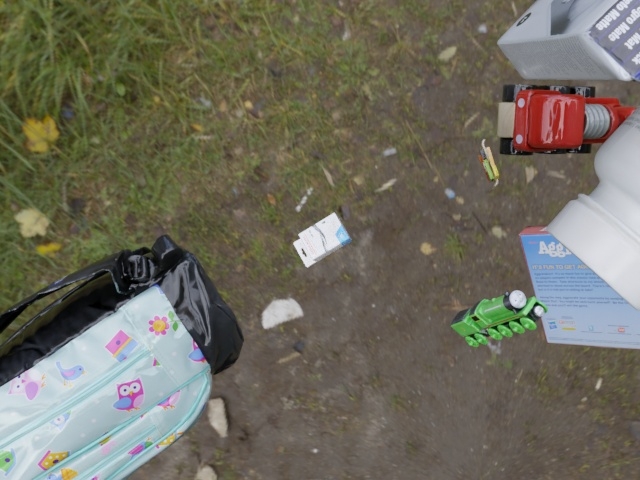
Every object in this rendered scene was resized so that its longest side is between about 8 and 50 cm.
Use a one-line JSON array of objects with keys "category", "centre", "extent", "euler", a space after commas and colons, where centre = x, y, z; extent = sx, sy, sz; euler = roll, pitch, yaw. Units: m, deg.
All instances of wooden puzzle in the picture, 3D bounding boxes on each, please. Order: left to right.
[{"category": "wooden puzzle", "centre": [0.254, -0.114, 1.106], "extent": [0.014, 0.116, 0.079], "euler": [-17, 79, 9]}]

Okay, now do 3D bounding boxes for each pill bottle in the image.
[{"category": "pill bottle", "centre": [0.302, -0.059, 0.590], "extent": [0.131, 0.131, 0.229], "euler": [46, 103, 22]}]

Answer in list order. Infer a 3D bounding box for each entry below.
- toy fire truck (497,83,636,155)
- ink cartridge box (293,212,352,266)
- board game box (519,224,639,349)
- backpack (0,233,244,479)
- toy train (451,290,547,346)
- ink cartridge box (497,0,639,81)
[{"category": "toy fire truck", "centre": [0.437, -0.172, 1.172], "extent": [0.216, 0.246, 0.159], "euler": [-5, 102, -29]}, {"category": "ink cartridge box", "centre": [0.000, 0.000, 1.124], "extent": [0.083, 0.028, 0.048], "euler": [-32, 76, 6]}, {"category": "board game box", "centre": [0.353, 0.048, 0.747], "extent": [0.281, 0.145, 0.027], "euler": [-2, 25, 43]}, {"category": "backpack", "centre": [-0.139, 0.086, 0.435], "extent": [0.182, 0.152, 0.115], "euler": [-36, 91, -15]}, {"category": "toy train", "centre": [0.098, 0.043, 0.411], "extent": [0.023, 0.083, 0.017], "euler": [41, 69, 0]}, {"category": "ink cartridge box", "centre": [0.235, -0.190, 0.453], "extent": [0.223, 0.224, 0.045], "euler": [-45, 104, 5]}]
